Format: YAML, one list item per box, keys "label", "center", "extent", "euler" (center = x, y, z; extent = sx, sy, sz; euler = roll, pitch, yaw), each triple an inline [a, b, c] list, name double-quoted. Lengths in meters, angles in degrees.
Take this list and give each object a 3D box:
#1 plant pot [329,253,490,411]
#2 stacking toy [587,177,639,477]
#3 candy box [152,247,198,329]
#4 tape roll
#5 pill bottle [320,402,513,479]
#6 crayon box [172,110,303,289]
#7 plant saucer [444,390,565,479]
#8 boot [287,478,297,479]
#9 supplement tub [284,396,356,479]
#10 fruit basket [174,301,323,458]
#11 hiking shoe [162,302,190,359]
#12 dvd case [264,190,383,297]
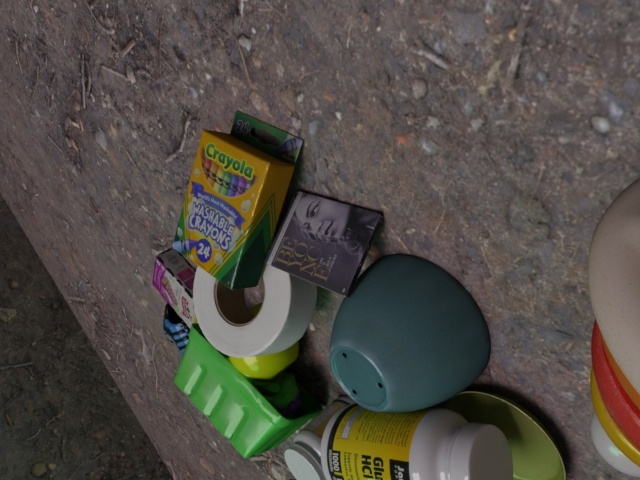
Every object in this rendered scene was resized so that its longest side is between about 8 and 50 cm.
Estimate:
- label: "plant pot"
  center: [0.130, 0.197, 1.010]
  extent: [0.290, 0.195, 0.290]
  euler: [28, 134, 33]
- label: "stacking toy"
  center: [0.437, 0.165, 0.629]
  extent: [0.350, 0.350, 0.480]
  euler: [35, 156, 27]
- label: "candy box"
  center: [-0.414, 0.156, 1.694]
  extent: [0.233, 0.071, 0.159]
  euler: [45, 141, 16]
- label: "tape roll"
  center: [-0.150, 0.113, 1.233]
  extent: [0.286, 0.100, 0.286]
  euler: [-4, 84, 34]
- label: "pill bottle"
  center: [0.173, 0.407, 1.039]
  extent: [0.334, 0.188, 0.188]
  euler: [-15, 104, 46]
- label: "crayon box"
  center: [-0.179, -0.089, 1.139]
  extent: [0.203, 0.083, 0.323]
  euler: [29, 108, 32]
- label: "plant saucer"
  center: [0.341, 0.372, 1.029]
  extent: [0.241, 0.037, 0.241]
  euler: [28, 135, 33]
- label: "boot"
  center: [-0.015, 0.887, 1.687]
  extent: [0.280, 0.096, 0.264]
  euler: [-9, 66, 49]
- label: "supplement tub"
  center: [0.026, 0.487, 1.328]
  extent: [0.144, 0.200, 0.144]
  euler: [28, 134, 33]
- label: "fruit basket"
  center: [-0.156, 0.311, 1.425]
  extent: [0.392, 0.283, 0.392]
  euler: [-4, 79, 22]
- label: "hiking shoe"
  center: [-0.412, 0.311, 1.766]
  extent: [0.304, 0.113, 0.132]
  euler: [32, 137, 30]
- label: "dvd case"
  center: [0.000, 0.000, 1.071]
  extent: [0.221, 0.164, 0.018]
  euler: [19, 173, 40]
